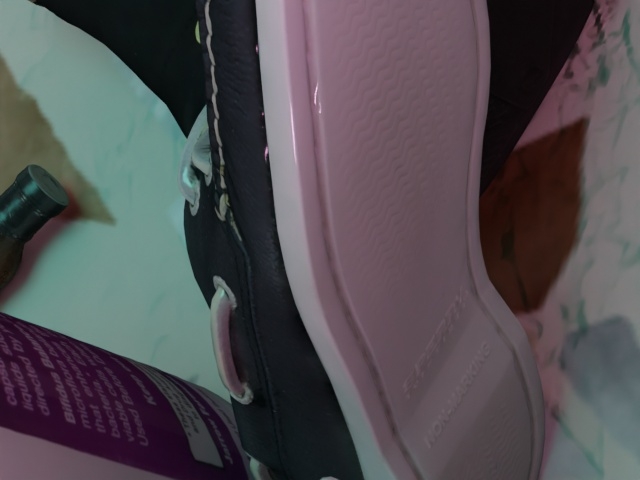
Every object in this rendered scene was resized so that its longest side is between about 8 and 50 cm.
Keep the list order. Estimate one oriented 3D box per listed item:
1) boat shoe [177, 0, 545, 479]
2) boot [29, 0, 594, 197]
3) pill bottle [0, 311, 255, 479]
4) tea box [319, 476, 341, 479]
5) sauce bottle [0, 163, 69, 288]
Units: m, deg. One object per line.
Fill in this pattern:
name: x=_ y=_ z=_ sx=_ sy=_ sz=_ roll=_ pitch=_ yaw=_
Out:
boat shoe: x=0.000 y=0.000 z=0.515 sx=0.091 sy=0.302 sz=0.114 roll=16 pitch=45 yaw=30
boot: x=0.014 y=-0.205 z=0.668 sx=0.284 sy=0.138 sz=0.377 roll=34 pitch=100 yaw=34
pill bottle: x=-0.150 y=0.100 z=0.561 sx=0.169 sy=0.301 sz=0.169 roll=-11 pitch=68 yaw=29
tea box: x=0.065 y=0.284 z=0.350 sx=0.329 sy=0.220 sz=0.323 roll=-60 pitch=29 yaw=2
sauce bottle: x=-0.170 y=0.016 z=0.765 sx=0.128 sy=0.042 sz=0.042 roll=-41 pitch=56 yaw=11
